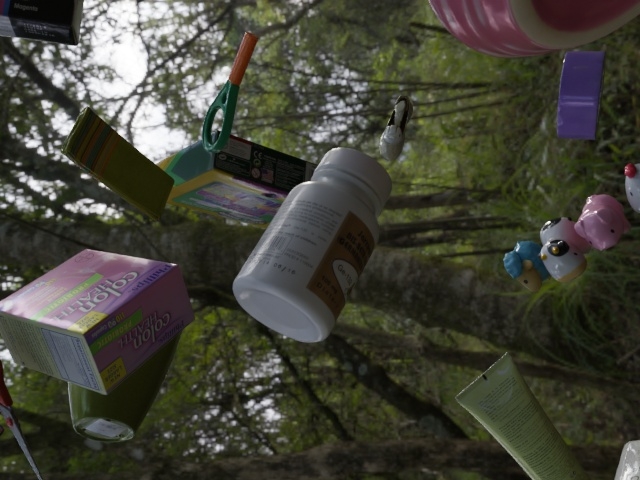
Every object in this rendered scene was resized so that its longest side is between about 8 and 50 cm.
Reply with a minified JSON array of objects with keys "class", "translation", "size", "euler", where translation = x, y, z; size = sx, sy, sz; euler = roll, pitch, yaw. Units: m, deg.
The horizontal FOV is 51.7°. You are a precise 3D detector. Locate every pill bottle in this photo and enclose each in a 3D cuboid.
[{"class":"pill bottle","translation":[0.000,0.000,0.830],"size":[0.229,0.131,0.131],"euler":[-60,-35,-27]}]

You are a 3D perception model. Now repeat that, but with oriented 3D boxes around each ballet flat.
[{"class":"ballet flat","translation":[0.169,-0.259,1.501],"size":[0.052,0.057,0.168],"euler":[68,-145,-59]}]

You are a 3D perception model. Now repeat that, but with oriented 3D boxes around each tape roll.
[{"class":"tape roll","translation":[0.569,-0.316,1.440],"size":[0.189,0.080,0.189],"euler":[7,-90,-66]}]

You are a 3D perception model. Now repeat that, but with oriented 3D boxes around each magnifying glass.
[{"class":"magnifying glass","translation":[-0.165,-0.265,1.202],"size":[0.092,0.026,0.231],"euler":[55,129,46]}]

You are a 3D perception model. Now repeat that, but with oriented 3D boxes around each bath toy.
[{"class":"bath toy","translation":[0.525,-0.029,1.283],"size":[0.129,0.348,0.151],"euler":[23,-137,-30]}]

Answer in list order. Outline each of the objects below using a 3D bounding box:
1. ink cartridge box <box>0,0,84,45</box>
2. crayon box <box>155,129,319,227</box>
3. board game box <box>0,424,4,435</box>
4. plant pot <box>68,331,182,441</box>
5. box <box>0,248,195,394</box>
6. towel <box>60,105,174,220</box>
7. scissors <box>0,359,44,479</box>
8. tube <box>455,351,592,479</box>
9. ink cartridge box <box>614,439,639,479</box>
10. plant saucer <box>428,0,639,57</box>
[{"class":"ink cartridge box","translation":[-0.422,-0.468,0.952],"size":[0.069,0.176,0.371],"euler":[130,143,-70]},{"class":"crayon box","translation":[-0.190,-0.138,1.652],"size":[0.363,0.313,0.106],"euler":[15,-108,-38]},{"class":"board game box","translation":[-0.687,0.340,1.187],"size":[0.141,0.170,0.048],"euler":[58,-175,-16]},{"class":"plant pot","translation":[-0.485,0.312,1.570],"size":[0.275,0.275,0.293],"euler":[63,-160,-46]},{"class":"box","translation":[-0.383,0.126,1.123],"size":[0.213,0.243,0.117],"euler":[-42,-49,-46]},{"class":"towel","translation":[-0.366,-0.137,1.226],"size":[0.237,0.021,0.102],"euler":[43,-125,-44]},{"class":"scissors","translation":[-0.494,0.267,1.045],"size":[0.297,0.109,0.021],"euler":[50,-150,12]},{"class":"tube","translation":[0.283,0.265,0.878],"size":[0.240,0.062,0.070],"euler":[51,-137,-10]},{"class":"ink cartridge box","translation":[0.328,0.282,0.421],"size":[0.385,0.279,0.160],"euler":[-34,-84,-51]},{"class":"plant saucer","translation":[0.248,-0.301,0.586],"size":[0.084,0.332,0.332],"euler":[58,-178,34]}]
